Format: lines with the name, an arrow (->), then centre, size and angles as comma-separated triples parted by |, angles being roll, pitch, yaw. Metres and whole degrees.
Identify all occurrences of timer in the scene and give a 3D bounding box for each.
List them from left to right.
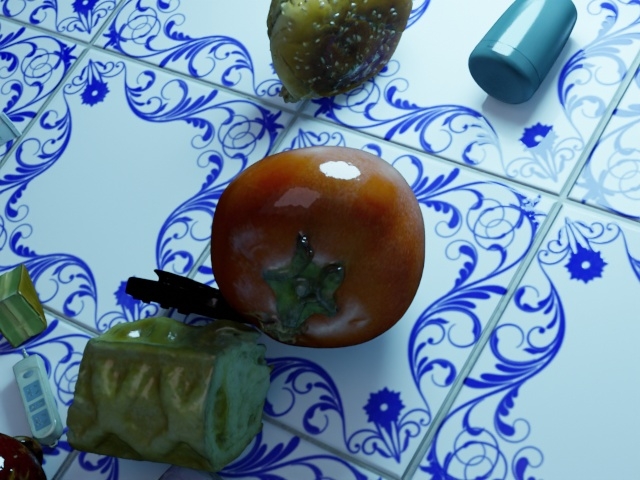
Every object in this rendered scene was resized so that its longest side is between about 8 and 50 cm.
timer -> -0.194, 0.086, 1.886 | 0.187, 0.144, 0.055 | 13, 89, 27

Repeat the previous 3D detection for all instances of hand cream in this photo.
hand cream -> -0.662, -0.163, 2.275 | 0.216, 0.052, 0.038 | -32, 71, 2

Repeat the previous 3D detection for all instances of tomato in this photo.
tomato -> 0.000, 0.000, 1.776 | 0.321, 0.321, 0.322 | -10, 57, 15

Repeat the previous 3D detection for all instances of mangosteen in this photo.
mangosteen -> -0.497, 0.365, 1.808 | 0.215, 0.215, 0.257 | -15, 20, 11

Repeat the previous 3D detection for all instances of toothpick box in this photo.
toothpick box -> 0.329, -0.320, 1.966 | 0.120, 0.120, 0.184 | 24, 68, 31

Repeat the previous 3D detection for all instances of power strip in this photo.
power strip -> -0.451, 0.247, 1.953 | 0.047, 0.030, 0.191 | -28, 54, 1

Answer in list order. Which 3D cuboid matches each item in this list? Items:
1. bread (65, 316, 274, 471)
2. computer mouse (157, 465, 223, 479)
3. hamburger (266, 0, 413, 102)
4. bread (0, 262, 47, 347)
bread -> -0.218, 0.217, 1.782 | 0.252, 0.196, 0.239 | 11, 81, 27
computer mouse -> -0.234, 0.422, 1.743 | 0.126, 0.056, 0.245 | 26, 63, 32
hamburger -> 0.019, -0.355, 2.030 | 0.286, 0.243, 0.146 | -39, 55, 13
bread -> -0.512, 0.107, 2.075 | 0.074, 0.084, 0.139 | -31, 23, 0
